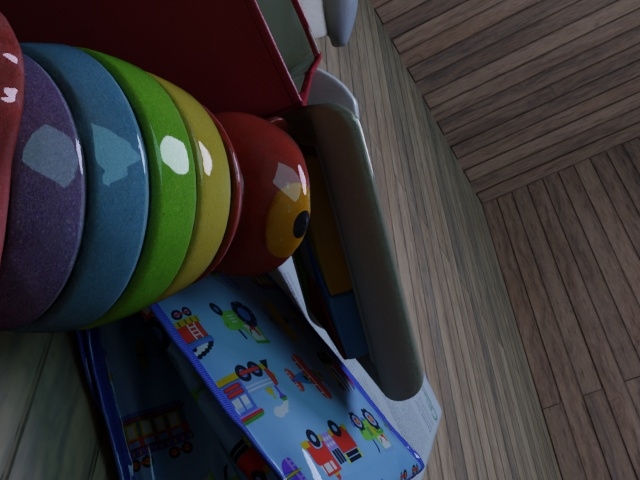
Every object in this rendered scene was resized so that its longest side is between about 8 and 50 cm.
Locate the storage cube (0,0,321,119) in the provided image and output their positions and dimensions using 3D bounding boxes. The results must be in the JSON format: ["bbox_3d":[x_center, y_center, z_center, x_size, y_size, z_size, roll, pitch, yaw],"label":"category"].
[{"bbox_3d":[-0.129,-0.178,0.621,0.184,0.193,0.215,-80,146,-65],"label":"storage cube"}]

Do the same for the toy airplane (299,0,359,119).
[{"bbox_3d":[-0.034,-0.312,0.969,0.384,0.272,0.386,47,25,-47],"label":"toy airplane"}]

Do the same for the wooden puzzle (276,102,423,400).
[{"bbox_3d":[0.000,0.000,0.648,0.238,0.044,0.221,-156,-130,-73],"label":"wooden puzzle"}]

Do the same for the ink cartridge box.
[{"bbox_3d":[0.027,0.138,0.906,0.324,0.071,0.330,65,21,-6],"label":"ink cartridge box"}]

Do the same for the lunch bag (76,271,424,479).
[{"bbox_3d":[-0.074,0.093,0.608,0.293,0.138,0.221,61,19,16],"label":"lunch bag"}]

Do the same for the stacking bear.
[{"bbox_3d":[-0.112,-0.027,0.452,0.289,0.164,0.175,-4,107,-54],"label":"stacking bear"}]
